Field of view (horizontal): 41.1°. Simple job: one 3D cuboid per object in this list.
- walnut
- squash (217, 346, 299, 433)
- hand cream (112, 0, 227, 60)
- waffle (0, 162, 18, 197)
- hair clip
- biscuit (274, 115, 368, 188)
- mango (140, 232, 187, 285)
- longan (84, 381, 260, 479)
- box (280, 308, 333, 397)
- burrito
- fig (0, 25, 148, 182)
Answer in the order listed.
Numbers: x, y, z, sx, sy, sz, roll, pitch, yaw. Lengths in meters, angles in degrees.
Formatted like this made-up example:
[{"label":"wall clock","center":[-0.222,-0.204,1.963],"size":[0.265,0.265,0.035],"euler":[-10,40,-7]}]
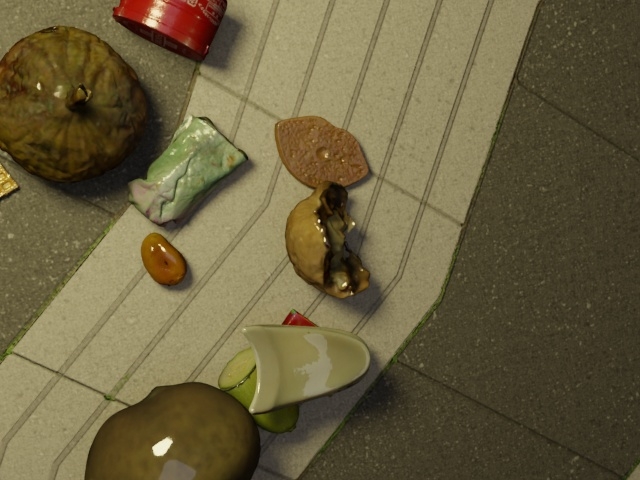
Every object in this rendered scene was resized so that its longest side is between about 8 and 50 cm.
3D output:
[{"label":"walnut","center":[-0.003,0.005,1.714],"size":[0.141,0.204,0.238],"euler":[-12,92,21]},{"label":"squash","center":[-0.112,0.320,1.756],"size":[0.123,0.123,0.186],"euler":[-42,106,-5]},{"label":"hand cream","center":[-0.279,-0.430,1.594],"size":[0.193,0.193,0.125],"euler":[24,88,-15]},{"label":"waffle","center":[-0.658,-0.101,1.629],"size":[0.135,0.021,0.092],"euler":[-37,103,-7]},{"label":"hair clip","center":[-0.020,0.245,1.717],"size":[0.282,0.113,0.172],"euler":[-5,83,-14]},{"label":"biscuit","center":[-0.001,-0.178,1.770],"size":[0.221,0.029,0.142],"euler":[23,90,-16]},{"label":"mango","center":[-0.314,0.038,1.706],"size":[0.080,0.060,0.114],"euler":[-24,104,7]},{"label":"longan","center":[-0.285,0.431,1.653],"size":[0.350,0.288,0.288],"euler":[-36,103,-6]},{"label":"box","center":[-0.019,0.239,1.803],"size":[0.175,0.048,0.112],"euler":[35,87,-14]},{"label":"burrito","center":[-0.267,-0.130,1.686],"size":[0.144,0.089,0.229],"euler":[43,84,-11]},{"label":"fig","center":[-0.439,-0.252,1.494],"size":[0.286,0.369,0.286],"euler":[1,87,-18]}]
